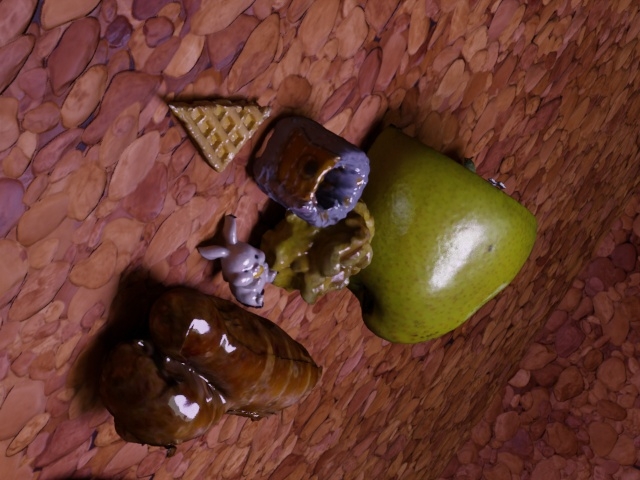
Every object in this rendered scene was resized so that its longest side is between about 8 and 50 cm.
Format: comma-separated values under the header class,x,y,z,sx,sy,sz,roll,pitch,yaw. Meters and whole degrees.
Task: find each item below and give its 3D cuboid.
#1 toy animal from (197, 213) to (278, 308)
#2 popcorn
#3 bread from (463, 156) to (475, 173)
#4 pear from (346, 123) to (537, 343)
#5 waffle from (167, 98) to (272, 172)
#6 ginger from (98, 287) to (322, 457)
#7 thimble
class,x,y,z,sx,sy,sz,roll,pitch,yaw
toy animal,-0.111,0.035,1.714,0.071,0.085,0.124,-48,151,-18
popcorn,0.003,0.005,1.822,0.197,0.155,0.197,-54,167,-18
bread,0.233,-0.021,2.272,0.301,0.045,0.301,24,90,-81
pear,0.178,0.025,1.975,0.342,0.238,0.318,30,95,-47
waffle,-0.125,-0.170,1.499,0.125,0.032,0.191,-49,157,-11
ginger,-0.163,0.196,1.732,0.254,0.176,0.418,-51,155,9
thimble,-0.013,-0.098,1.696,0.127,0.118,0.151,-60,156,7
